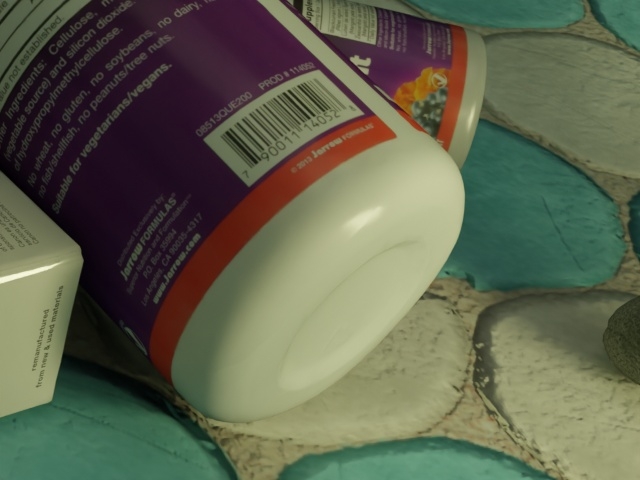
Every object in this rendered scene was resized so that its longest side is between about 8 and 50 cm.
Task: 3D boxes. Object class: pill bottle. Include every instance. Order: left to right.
[{"bbox_3d":[-0.089,-0.070,0.970,0.323,0.181,0.181,45,39,20],"label":"pill bottle"},{"bbox_3d":[0.000,-0.103,1.190,0.193,0.108,0.108,11,31,-9],"label":"pill bottle"}]

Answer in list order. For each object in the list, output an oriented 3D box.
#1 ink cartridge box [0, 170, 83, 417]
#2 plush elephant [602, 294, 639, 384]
[{"bbox_3d":[-0.260,0.021,0.863,0.237,0.100,0.172,-16,44,-41],"label":"ink cartridge box"},{"bbox_3d":[0.364,-0.007,1.096,0.272,0.330,0.255,24,12,25],"label":"plush elephant"}]
